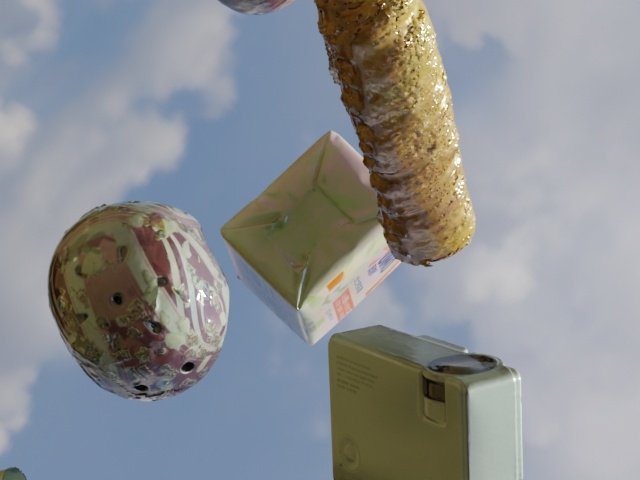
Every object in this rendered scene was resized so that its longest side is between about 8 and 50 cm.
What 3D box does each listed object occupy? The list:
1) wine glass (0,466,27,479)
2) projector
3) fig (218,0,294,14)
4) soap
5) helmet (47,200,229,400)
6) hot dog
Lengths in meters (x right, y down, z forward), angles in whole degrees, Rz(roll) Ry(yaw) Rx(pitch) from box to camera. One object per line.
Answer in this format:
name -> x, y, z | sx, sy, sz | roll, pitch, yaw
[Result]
wine glass -> -0.442, 0.329, 2.241 | 0.202, 0.093, 0.093 | -16, -138, 18
projector -> 0.117, 0.206, 2.085 | 0.257, 0.099, 0.192 | 16, -67, 55
fig -> -0.067, -0.343, 2.219 | 0.202, 0.148, 0.149 | 1, -106, 58
soap -> 0.000, 0.000, 2.184 | 0.182, 0.138, 0.199 | -44, 165, -8
helmet -> -0.165, 0.042, 1.624 | 0.153, 0.107, 0.177 | -25, -111, 5
hot dog -> 0.057, -0.080, 1.342 | 0.083, 0.289, 0.068 | -6, -131, 12
